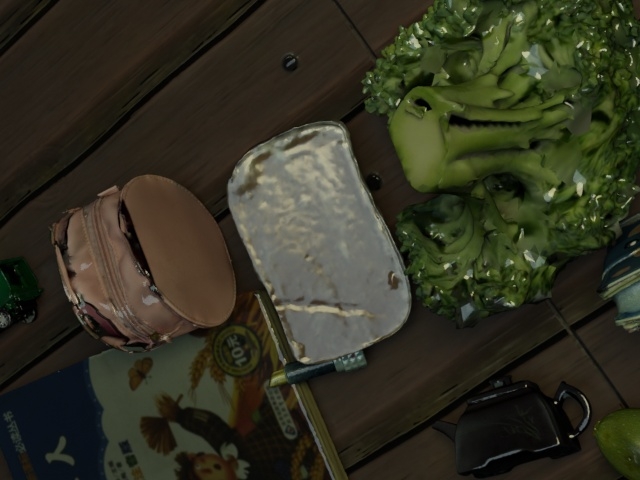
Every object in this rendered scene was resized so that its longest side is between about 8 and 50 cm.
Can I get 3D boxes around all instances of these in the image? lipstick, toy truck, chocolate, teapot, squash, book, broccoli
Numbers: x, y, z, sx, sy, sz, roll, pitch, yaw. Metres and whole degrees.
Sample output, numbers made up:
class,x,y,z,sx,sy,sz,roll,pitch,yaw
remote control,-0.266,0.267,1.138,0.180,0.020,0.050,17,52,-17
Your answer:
class,x,y,z,sx,sy,sz,roll,pitch,yaw
lipstick,-0.006,0.143,1.335,0.116,0.037,0.037,-17,92,2
toy truck,-0.426,0.094,1.486,0.147,0.065,0.079,-36,82,21
chocolate,0.002,-0.001,1.308,0.157,0.080,0.254,-23,91,7
teapot,0.206,0.195,1.265,0.177,0.087,0.096,-21,68,22
squash,0.436,0.268,1.185,0.341,0.094,0.094,32,107,16
book,-0.193,0.267,1.439,0.428,0.039,0.300,-24,90,21
broccoli,0.151,-0.105,1.142,0.249,0.302,0.375,41,121,51

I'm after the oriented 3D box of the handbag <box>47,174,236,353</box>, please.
class,x,y,z,sx,sy,sz,roll,pitch,yaw
handbag,-0.201,0.029,1.336,0.116,0.179,0.205,-33,69,27

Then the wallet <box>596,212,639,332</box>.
class,x,y,z,sx,sy,sz,roll,pitch,yaw
wallet,0.338,0.012,1.121,0.141,0.202,0.059,-27,98,23
